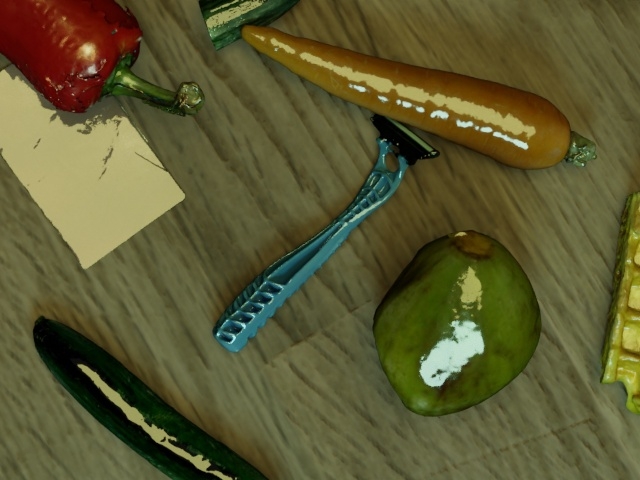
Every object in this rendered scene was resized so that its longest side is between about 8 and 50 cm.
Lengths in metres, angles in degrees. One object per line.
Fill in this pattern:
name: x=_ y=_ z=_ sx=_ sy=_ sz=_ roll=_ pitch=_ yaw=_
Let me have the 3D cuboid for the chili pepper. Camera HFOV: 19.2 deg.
chili pepper: x=-0.264 y=-0.209 z=1.621 sx=0.387 sy=0.110 sz=0.110 roll=37 pitch=84 yaw=5

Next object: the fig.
fig: x=0.119 y=0.064 z=1.612 sx=0.154 sy=0.166 sz=0.144 roll=-8 pitch=50 yaw=-32

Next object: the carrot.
carrot: x=0.087 y=-0.125 z=1.656 sx=0.336 sy=0.069 sz=0.069 roll=17 pitch=85 yaw=-7

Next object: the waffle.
waffle: x=0.335 y=0.074 z=1.677 sx=0.160 sy=0.055 sz=0.211 roll=10 pitch=85 yaw=-3

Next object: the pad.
pad: x=-0.217 y=-0.082 z=1.665 sx=0.113 sy=0.006 sz=0.188 roll=-36 pitch=90 yaw=-6

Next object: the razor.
razor: x=0.000 y=0.000 z=1.661 sx=0.253 sy=0.042 sz=0.082 roll=-47 pitch=49 yaw=-5

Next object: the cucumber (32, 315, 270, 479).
cucumber: x=-0.142 y=0.163 z=1.634 sx=0.284 sy=0.056 sz=0.056 roll=38 pitch=84 yaw=3

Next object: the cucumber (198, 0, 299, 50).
cucumber: x=-0.057 y=-0.209 z=1.667 sx=0.105 sy=0.048 sz=0.048 roll=-27 pitch=89 yaw=-8
